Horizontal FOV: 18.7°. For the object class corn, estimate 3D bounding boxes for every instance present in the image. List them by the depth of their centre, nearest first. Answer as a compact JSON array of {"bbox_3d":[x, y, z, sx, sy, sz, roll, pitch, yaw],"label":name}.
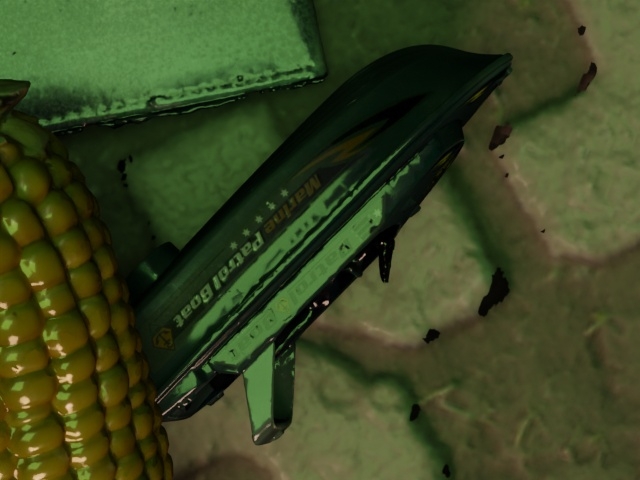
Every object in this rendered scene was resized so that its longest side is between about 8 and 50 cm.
[{"bbox_3d":[-0.126,0.124,0.822,0.144,0.144,0.387,-10,106,2],"label":"corn"}]

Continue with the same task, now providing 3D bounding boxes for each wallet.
[{"bbox_3d":[-0.118,-0.134,0.935,0.222,0.036,0.167,-12,90,0],"label":"wallet"}]

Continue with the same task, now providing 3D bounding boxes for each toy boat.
[{"bbox_3d":[0.000,0.000,0.902,0.246,0.093,0.103,-45,82,2],"label":"toy boat"}]
